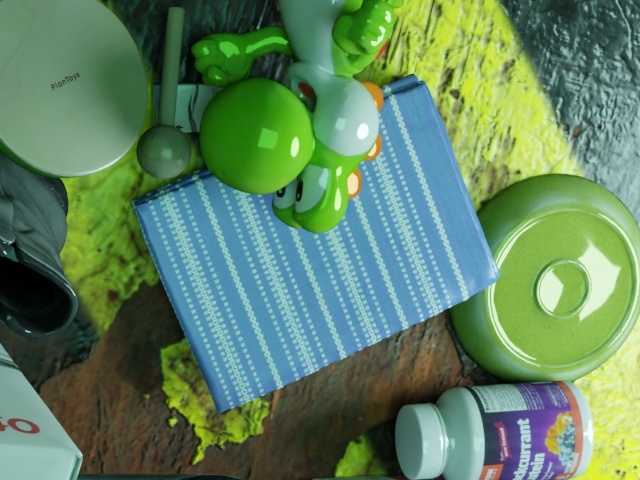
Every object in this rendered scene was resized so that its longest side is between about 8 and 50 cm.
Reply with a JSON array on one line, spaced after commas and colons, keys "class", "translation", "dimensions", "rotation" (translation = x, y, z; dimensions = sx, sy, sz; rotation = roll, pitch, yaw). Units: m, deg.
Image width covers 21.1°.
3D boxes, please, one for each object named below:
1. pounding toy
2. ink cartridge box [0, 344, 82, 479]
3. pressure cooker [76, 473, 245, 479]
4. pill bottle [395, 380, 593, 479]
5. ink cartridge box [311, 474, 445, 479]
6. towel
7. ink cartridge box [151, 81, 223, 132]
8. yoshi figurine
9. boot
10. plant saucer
[{"class": "pounding toy", "translation": [-0.245, -0.138, 1.622], "dimensions": [0.237, 0.110, 0.183], "rotation": [2, 79, -38]}, {"class": "ink cartridge box", "translation": [-0.410, 0.142, 1.426], "dimensions": [0.285, 0.395, 0.166], "rotation": [9, 109, -35]}, {"class": "pressure cooker", "translation": [-0.218, 0.389, 1.585], "dimensions": [0.375, 0.420, 0.370], "rotation": [50, 50, -31]}, {"class": "pill bottle", "translation": [0.183, 0.208, 1.835], "dimensions": [0.193, 0.108, 0.108], "rotation": [-2, 102, -18]}, {"class": "ink cartridge box", "translation": [0.103, 0.322, 1.762], "dimensions": [0.172, 0.237, 0.100], "rotation": [0, 101, -19]}, {"class": "towel", "translation": [0.000, 0.000, 1.758], "dimensions": [0.336, 0.040, 0.243], "rotation": [-24, 102, -11]}, {"class": "ink cartridge box", "translation": [-0.124, -0.132, 1.702], "dimensions": [0.083, 0.028, 0.048], "rotation": [-3, 101, -18]}, {"class": "yoshi figurine", "translation": [-0.022, -0.190, 1.628], "dimensions": [0.203, 0.203, 0.362], "rotation": [7, 93, -2]}, {"class": "boot", "translation": [-0.357, -0.058, 1.524], "dimensions": [0.338, 0.222, 0.118], "rotation": [29, 108, -21]}, {"class": "plant saucer", "translation": [0.256, 0.049, 1.866], "dimensions": [0.241, 0.037, 0.241], "rotation": [-4, 103, -19]}]
